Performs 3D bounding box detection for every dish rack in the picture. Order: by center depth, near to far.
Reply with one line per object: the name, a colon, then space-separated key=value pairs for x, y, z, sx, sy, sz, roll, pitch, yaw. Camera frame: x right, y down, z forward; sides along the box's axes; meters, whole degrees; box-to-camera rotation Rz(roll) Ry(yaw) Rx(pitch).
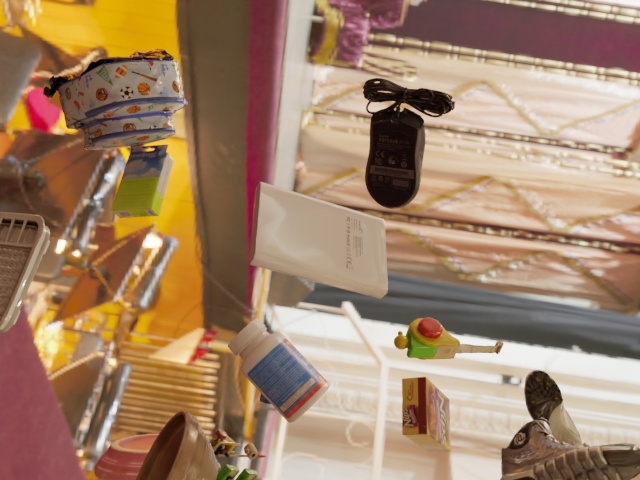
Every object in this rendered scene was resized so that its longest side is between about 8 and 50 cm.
dish rack: x=-0.854 y=0.090 z=2.045 sx=0.072 sy=0.286 sz=0.332 roll=41 pitch=61 yaw=-51

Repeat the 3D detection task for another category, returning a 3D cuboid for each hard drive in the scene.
hard drive: x=0.000 y=0.000 z=1.916 sx=0.047 sy=0.353 sz=0.233 roll=129 pitch=-30 yaw=-48

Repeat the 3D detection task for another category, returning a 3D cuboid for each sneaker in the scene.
sneaker: x=0.393 y=0.330 z=1.232 sx=0.086 sy=0.229 sz=0.132 roll=60 pitch=22 yaw=-29
sneaker: x=0.496 y=0.378 z=1.661 sx=0.237 sy=0.085 sz=0.086 roll=63 pitch=-1 yaw=-16

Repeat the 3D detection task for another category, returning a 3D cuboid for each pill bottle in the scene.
pill bottle: x=-0.096 y=0.280 z=1.680 sx=0.124 sy=0.221 sz=0.124 roll=-43 pitch=175 yaw=-5

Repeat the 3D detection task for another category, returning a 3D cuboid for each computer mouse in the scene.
computer mouse: x=0.170 y=-0.200 z=1.607 sx=0.072 sy=0.189 sz=0.272 roll=-54 pitch=154 yaw=-61

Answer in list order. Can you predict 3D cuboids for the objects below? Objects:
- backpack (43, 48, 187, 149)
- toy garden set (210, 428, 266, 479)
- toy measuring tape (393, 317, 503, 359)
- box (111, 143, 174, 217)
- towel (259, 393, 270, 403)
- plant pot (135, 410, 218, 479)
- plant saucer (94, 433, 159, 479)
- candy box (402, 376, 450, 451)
backpack: x=-0.433 y=-0.316 z=1.718 sx=0.263 sy=0.277 sz=0.213 roll=-18 pitch=-89 yaw=52
toy garden set: x=-0.235 y=0.570 z=1.886 sx=0.203 sy=0.244 sz=0.049 roll=-52 pitch=-135 yaw=9
toy measuring tape: x=0.354 y=0.275 z=2.171 sx=0.121 sy=0.330 sz=0.121 roll=-179 pitch=-90 yaw=-70
box: x=-0.412 y=-0.139 z=1.793 sx=0.042 sy=0.109 sz=0.178 roll=58 pitch=35 yaw=-55
towel: x=-0.100 y=0.415 z=2.063 sx=0.067 sy=0.120 sz=0.029 roll=-72 pitch=166 yaw=-46
plant pot: x=-0.279 y=0.468 z=1.513 sx=0.237 sy=0.110 sz=0.237 roll=-51 pitch=-161 yaw=26
plant saucer: x=-0.462 y=0.607 z=2.153 sx=0.332 sy=0.332 sz=0.084 roll=88 pitch=2 yaw=-87
candy box: x=0.208 y=0.341 z=1.492 sx=0.186 sy=0.053 sz=0.109 roll=48 pitch=40 yaw=-58
